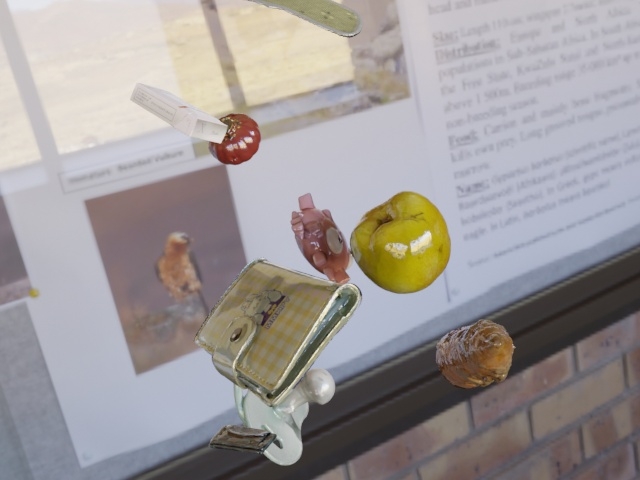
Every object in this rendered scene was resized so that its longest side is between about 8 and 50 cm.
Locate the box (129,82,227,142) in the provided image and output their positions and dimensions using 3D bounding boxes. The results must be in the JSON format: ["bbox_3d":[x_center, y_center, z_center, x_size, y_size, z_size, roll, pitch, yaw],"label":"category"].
[{"bbox_3d":[-0.241,-0.217,1.317,0.154,0.040,0.084,33,12,27],"label":"box"}]

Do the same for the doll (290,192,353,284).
[{"bbox_3d":[0.000,0.000,1.669,0.093,0.211,0.262,-27,-28,14],"label":"doll"}]

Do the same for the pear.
[{"bbox_3d":[0.156,0.010,1.487,0.200,0.200,0.200,-11,16,3],"label":"pear"}]

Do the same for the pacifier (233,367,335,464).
[{"bbox_3d":[-0.087,0.416,2.079,0.269,0.288,0.343,-31,28,22],"label":"pacifier"}]

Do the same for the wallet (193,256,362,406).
[{"bbox_3d":[-0.083,0.137,1.267,0.223,0.077,0.309,-50,26,-14],"label":"wallet"}]

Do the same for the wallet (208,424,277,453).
[{"bbox_3d":[-0.168,0.428,1.677,0.129,0.026,0.088,2,13,19],"label":"wallet"}]

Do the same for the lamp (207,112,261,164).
[{"bbox_3d":[-0.156,-0.185,1.403,0.101,0.101,0.090,-8,-24,12],"label":"lamp"}]

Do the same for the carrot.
[{"bbox_3d":[0.224,0.157,1.094,0.102,0.101,0.263,-12,-14,-2],"label":"carrot"}]

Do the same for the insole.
[{"bbox_3d":[-0.078,-0.420,1.305,0.322,0.007,0.109,22,53,-4],"label":"insole"}]
